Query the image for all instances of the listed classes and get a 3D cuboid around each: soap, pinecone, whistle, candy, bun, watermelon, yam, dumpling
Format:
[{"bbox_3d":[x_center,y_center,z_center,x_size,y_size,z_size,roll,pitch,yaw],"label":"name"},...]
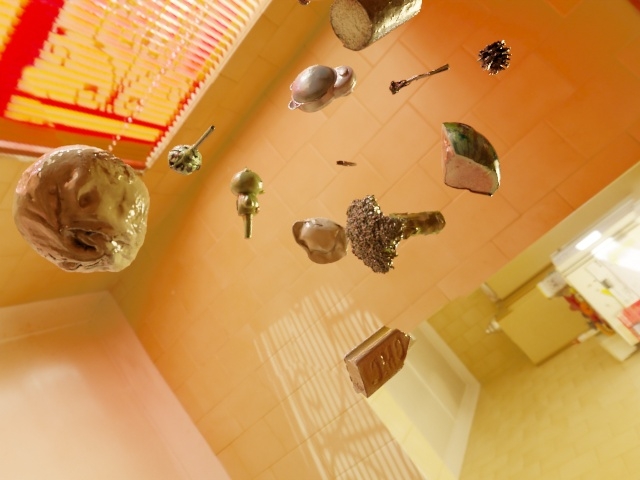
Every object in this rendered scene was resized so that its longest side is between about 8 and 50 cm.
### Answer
[{"bbox_3d":[0.211,0.406,1.486,0.257,0.080,0.160,-30,-69,-30],"label":"soap"},{"bbox_3d":[0.722,-0.752,1.755,0.121,0.140,0.140,66,-158,-1],"label":"pinecone"},{"bbox_3d":[-0.281,-0.158,1.711,0.141,0.141,0.294,-6,-101,-64],"label":"whistle"},{"bbox_3d":[-0.322,-0.240,1.104,0.091,0.305,0.083,-10,-93,-34],"label":"candy"},{"bbox_3d":[-0.635,-0.067,1.136,0.326,0.362,0.234,0,-147,-17],"label":"bun"},{"bbox_3d":[0.670,-0.349,1.855,0.292,0.319,0.222,6,-166,5],"label":"watermelon"},{"bbox_3d":[0.168,-0.677,1.228,0.161,0.268,0.161,43,159,21],"label":"yam"},{"bbox_3d":[0.000,0.000,2.247,0.318,0.243,0.187,6,-171,-4],"label":"dumpling"}]

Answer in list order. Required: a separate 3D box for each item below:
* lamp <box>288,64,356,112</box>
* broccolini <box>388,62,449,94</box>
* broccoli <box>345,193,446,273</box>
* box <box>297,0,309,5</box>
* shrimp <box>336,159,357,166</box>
[{"bbox_3d":[0.000,-0.536,1.456,0.108,0.246,0.180,51,-148,-53],"label":"lamp"},{"bbox_3d":[0.300,-0.499,1.303,0.042,0.218,0.044,15,-104,-42],"label":"broccolini"},{"bbox_3d":[0.267,-0.026,1.417,0.361,0.221,0.252,5,-143,-16],"label":"broccoli"},{"bbox_3d":[0.024,-0.894,1.310,0.167,0.294,0.193,31,171,42],"label":"box"},{"bbox_3d":[0.116,-0.336,1.849,0.108,0.023,0.059,-3,-172,-43],"label":"shrimp"}]
